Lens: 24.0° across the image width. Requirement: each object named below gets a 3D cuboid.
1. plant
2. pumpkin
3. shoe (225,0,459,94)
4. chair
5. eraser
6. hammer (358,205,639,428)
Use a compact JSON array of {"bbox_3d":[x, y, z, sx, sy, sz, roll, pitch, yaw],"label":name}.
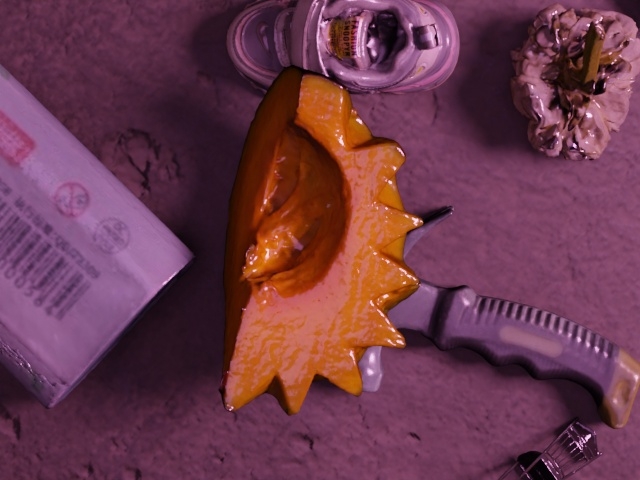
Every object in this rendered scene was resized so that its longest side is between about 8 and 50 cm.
[{"bbox_3d":[0.195,-0.119,1.103,0.104,0.122,0.116,-5,88,-4],"label":"plant"},{"bbox_3d":[0.000,0.000,1.143,0.130,0.149,0.254,10,98,-14],"label":"pumpkin"},{"bbox_3d":[0.013,-0.145,1.132,0.180,0.092,0.089,1,95,8],"label":"shoe"},{"bbox_3d":[0.176,0.178,1.175,0.086,0.042,0.037,-34,89,-28],"label":"chair"},{"bbox_3d":[-0.236,-0.004,1.183,0.227,0.081,0.174,44,102,1],"label":"eraser"},{"bbox_3d":[0.139,0.072,1.164,0.226,0.041,0.158,21,99,6],"label":"hammer"}]
